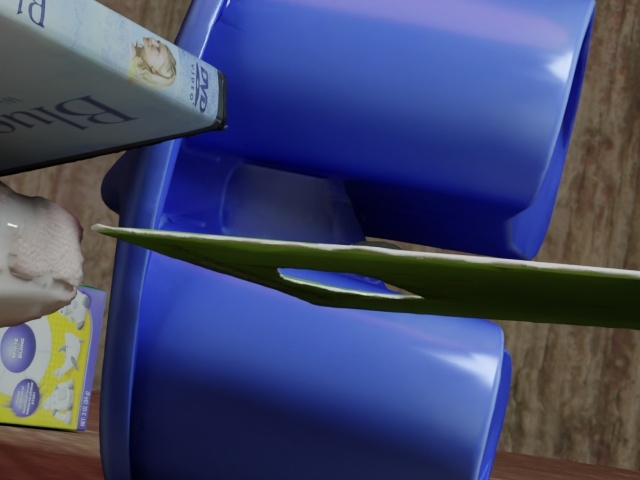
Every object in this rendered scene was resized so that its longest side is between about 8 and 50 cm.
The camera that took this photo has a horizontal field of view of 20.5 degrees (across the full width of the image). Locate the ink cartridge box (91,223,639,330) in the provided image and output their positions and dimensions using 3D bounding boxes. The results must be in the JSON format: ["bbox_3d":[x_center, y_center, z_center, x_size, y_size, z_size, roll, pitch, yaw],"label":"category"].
[{"bbox_3d":[0.090,0.062,0.435,0.255,0.097,0.189,6,-5,17],"label":"ink cartridge box"}]

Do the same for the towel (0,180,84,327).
[{"bbox_3d":[-0.294,-0.005,0.529,0.317,0.053,0.332,-10,-16,34],"label":"towel"}]

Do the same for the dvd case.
[{"bbox_3d":[-0.168,-0.058,0.484,0.180,0.022,0.253,-10,-18,29],"label":"dvd case"}]

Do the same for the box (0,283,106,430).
[{"bbox_3d":[-0.225,0.070,1.196,0.043,0.105,0.179,4,-6,38],"label":"box"}]

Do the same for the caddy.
[{"bbox_3d":[0.000,0.000,0.724,0.179,0.241,0.341,12,-5,8],"label":"caddy"}]
